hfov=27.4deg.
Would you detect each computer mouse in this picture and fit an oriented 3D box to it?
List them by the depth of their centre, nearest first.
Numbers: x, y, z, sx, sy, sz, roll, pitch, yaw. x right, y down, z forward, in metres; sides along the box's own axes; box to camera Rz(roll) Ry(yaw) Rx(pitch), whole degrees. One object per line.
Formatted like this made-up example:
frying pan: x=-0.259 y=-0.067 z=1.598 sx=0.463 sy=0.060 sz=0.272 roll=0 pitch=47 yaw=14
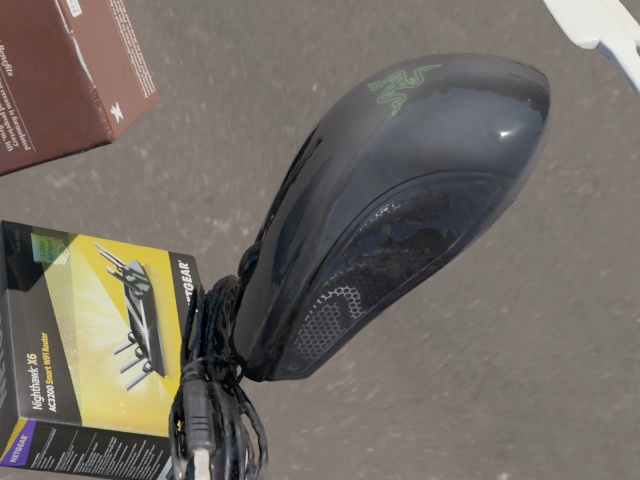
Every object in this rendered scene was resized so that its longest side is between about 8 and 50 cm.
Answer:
computer mouse: x=0.000 y=0.000 z=0.662 sx=0.072 sy=0.188 sz=0.272 roll=36 pitch=113 yaw=-22

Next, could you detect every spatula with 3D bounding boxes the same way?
spatula: x=0.219 y=-0.082 z=0.663 sx=0.168 sy=0.019 sz=0.242 roll=-2 pitch=41 yaw=-19

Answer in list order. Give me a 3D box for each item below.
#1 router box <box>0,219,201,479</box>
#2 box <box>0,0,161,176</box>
router box: x=-0.238 y=0.123 z=1.450 sx=0.242 sy=0.081 sz=0.309 roll=11 pitch=36 yaw=-27
box: x=-0.297 y=-0.167 z=1.296 sx=0.203 sy=0.167 sz=0.169 roll=-15 pitch=106 yaw=14
